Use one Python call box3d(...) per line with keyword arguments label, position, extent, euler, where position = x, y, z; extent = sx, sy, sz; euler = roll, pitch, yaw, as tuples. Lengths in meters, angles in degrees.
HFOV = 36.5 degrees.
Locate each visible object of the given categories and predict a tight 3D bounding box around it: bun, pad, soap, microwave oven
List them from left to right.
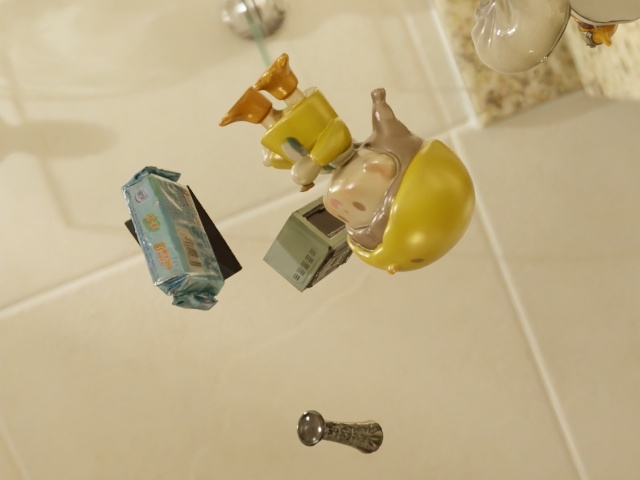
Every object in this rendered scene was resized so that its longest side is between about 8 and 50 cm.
box3d(label="soap", position=(-0.279, -0.004, 1.855), extent=(0.156, 0.077, 0.293), euler=(21, -137, -64))
box3d(label="pad", position=(-0.296, 0.014, 2.115), extent=(0.243, 0.164, 0.004), euler=(60, 177, -28))
box3d(label="microwave oven", position=(0.000, 0.000, 2.095), extent=(0.122, 0.162, 0.208), euler=(39, -148, 12))
box3d(label="bun", position=(0.314, -0.362, 1.581), extent=(0.120, 0.172, 0.172), euler=(28, -157, -25))

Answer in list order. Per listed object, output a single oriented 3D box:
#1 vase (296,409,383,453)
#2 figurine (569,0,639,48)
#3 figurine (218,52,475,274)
box3d(label="vase", position=(0.033, 0.313, 1.581), extent=(0.167, 0.059, 0.059), euler=(22, -140, -49))
box3d(label="figurine", position=(0.596, -0.531, 2.199), extent=(0.250, 0.166, 0.141), euler=(30, 159, 6))
box3d(label="figurine", position=(0.045, -0.098, 1.269), extent=(0.344, 0.187, 0.215), euler=(38, 162, -14))
